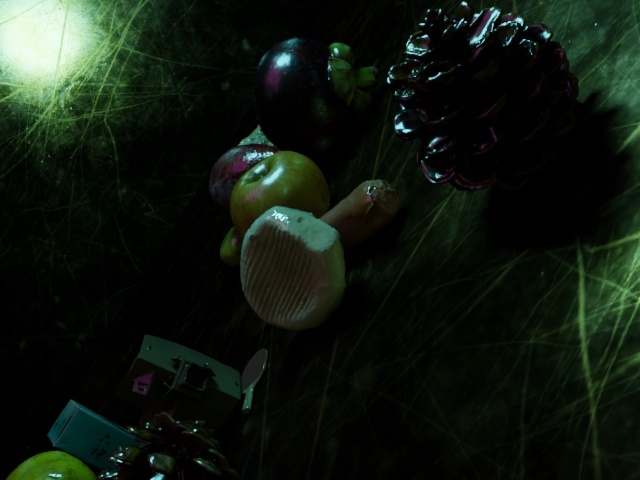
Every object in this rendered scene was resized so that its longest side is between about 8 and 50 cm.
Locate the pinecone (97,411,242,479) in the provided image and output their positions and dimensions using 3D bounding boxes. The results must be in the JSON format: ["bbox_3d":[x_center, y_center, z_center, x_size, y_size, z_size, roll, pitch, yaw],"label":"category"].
[{"bbox_3d":[-0.245,0.389,1.115,0.201,0.229,0.202,-30,54,-17],"label":"pinecone"}]

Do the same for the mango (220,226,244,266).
[{"bbox_3d":[-0.226,0.015,1.912,0.191,0.086,0.122,164,127,-77],"label":"mango"}]

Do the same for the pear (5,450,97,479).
[{"bbox_3d":[-0.617,0.623,1.588,0.269,0.269,0.321,-61,6,-13],"label":"pear"}]

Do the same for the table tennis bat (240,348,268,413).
[{"bbox_3d":[-0.132,0.273,1.342,0.087,0.013,0.156,-45,20,26],"label":"table tennis bat"}]

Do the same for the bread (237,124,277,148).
[{"bbox_3d":[-0.175,-0.210,2.007,0.246,0.176,0.195,-41,12,46],"label":"bread"}]

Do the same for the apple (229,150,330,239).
[{"bbox_3d":[-0.084,-0.076,1.556,0.237,0.207,0.237,-28,30,18],"label":"apple"}]

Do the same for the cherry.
[{"bbox_3d":[-0.161,-0.143,1.757,0.300,0.230,0.203,-37,25,58],"label":"cherry"}]

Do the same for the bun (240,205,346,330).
[{"bbox_3d":[-0.036,0.050,1.227,0.231,0.231,0.133,-42,-14,37],"label":"bun"}]

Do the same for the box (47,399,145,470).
[{"bbox_3d":[-0.440,0.438,1.465,0.092,0.245,0.153,-62,20,-19],"label":"box"}]

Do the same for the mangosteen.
[{"bbox_3d":[-0.020,-0.356,1.737,0.300,0.300,0.300,-48,20,24],"label":"mangosteen"}]

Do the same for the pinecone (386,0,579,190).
[{"bbox_3d":[0.200,-0.189,0.921,0.243,0.257,0.243,-43,37,46],"label":"pinecone"}]

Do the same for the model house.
[{"bbox_3d":[-0.267,0.293,1.311,0.243,0.211,0.204,-37,31,62],"label":"model house"}]

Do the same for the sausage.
[{"bbox_3d":[0.000,0.000,1.338,0.419,0.094,0.094,-31,40,49],"label":"sausage"}]
